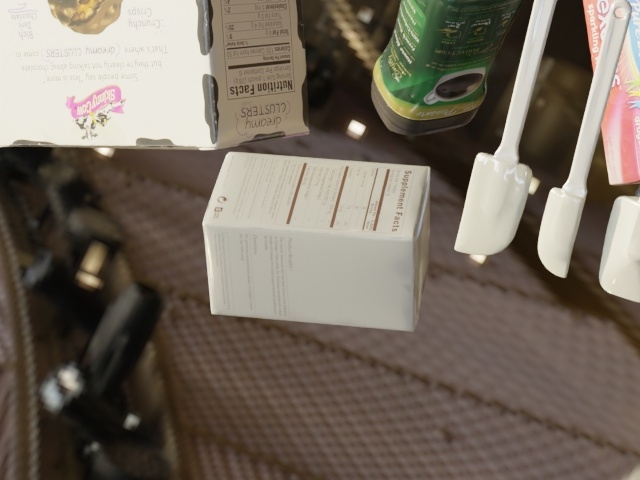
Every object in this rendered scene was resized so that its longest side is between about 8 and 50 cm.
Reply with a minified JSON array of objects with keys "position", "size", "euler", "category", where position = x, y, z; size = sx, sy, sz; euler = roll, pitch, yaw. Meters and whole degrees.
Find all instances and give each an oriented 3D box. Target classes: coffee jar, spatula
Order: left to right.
[{"position":[0.104,-0.167,1.523],"size":[0.096,0.184,0.079],"euler":[-13,-122,-23],"category":"coffee jar"},{"position":[0.211,-0.080,1.419],"size":[0.168,0.242,0.019],"euler":[17,-160,12],"category":"spatula"}]

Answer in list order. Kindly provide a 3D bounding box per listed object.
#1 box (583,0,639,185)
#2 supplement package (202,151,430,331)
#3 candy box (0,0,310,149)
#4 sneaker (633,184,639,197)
[{"position":[0.378,-0.215,1.896],"size":[0.142,0.300,0.154],"euler":[-8,180,-36],"category":"box"},{"position":[0.000,0.000,1.564],"size":[0.179,0.105,0.105],"euler":[5,-141,8],"category":"supplement package"},{"position":[-0.092,-0.144,0.899],"size":[0.165,0.196,0.070],"euler":[4,-169,41],"category":"candy box"},{"position":[0.295,-0.046,1.492],"size":[0.059,0.053,0.144],"euler":[32,-132,0],"category":"sneaker"}]
